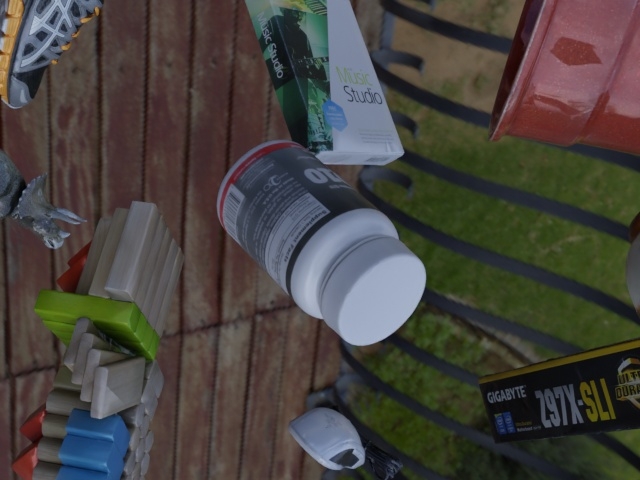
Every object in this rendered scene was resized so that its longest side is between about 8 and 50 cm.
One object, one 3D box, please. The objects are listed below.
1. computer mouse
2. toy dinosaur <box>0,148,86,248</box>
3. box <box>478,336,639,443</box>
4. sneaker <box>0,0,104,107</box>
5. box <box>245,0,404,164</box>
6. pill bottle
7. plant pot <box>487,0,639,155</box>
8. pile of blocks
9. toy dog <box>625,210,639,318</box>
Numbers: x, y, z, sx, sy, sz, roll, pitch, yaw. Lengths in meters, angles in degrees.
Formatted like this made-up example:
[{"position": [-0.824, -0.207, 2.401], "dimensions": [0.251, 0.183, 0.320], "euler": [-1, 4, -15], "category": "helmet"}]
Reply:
[{"position": [0.025, 0.207, 1.077], "dimensions": [0.042, 0.106, 0.193], "euler": [-47, 159, 3], "category": "computer mouse"}, {"position": [-0.512, -0.094, 1.515], "dimensions": [0.160, 0.121, 0.313], "euler": [-33, 133, 11], "category": "toy dinosaur"}, {"position": [0.334, 0.121, 0.963], "dimensions": [0.257, 0.322, 0.079], "euler": [-12, 80, -20], "category": "box"}, {"position": [-0.225, -0.200, 0.861], "dimensions": [0.083, 0.084, 0.215], "euler": [8, 129, -25], "category": "sneaker"}, {"position": [0.006, -0.280, 1.700], "dimensions": [0.058, 0.322, 0.232], "euler": [-28, 166, 36], "category": "box"}, {"position": [0.000, 0.000, 1.335], "dimensions": [0.161, 0.283, 0.161], "euler": [-23, 135, -26], "category": "pill bottle"}, {"position": [0.304, -0.173, 0.830], "dimensions": [0.265, 0.272, 0.272], "euler": [18, 111, 5], "category": "plant pot"}, {"position": [-0.209, 0.144, 0.863], "dimensions": [0.149, 0.112, 0.362], "euler": [18, 79, -79], "category": "pile of blocks"}, {"position": [0.572, 0.026, 1.215], "dimensions": [0.407, 0.285, 0.395], "euler": [-23, 143, 31], "category": "toy dog"}]
